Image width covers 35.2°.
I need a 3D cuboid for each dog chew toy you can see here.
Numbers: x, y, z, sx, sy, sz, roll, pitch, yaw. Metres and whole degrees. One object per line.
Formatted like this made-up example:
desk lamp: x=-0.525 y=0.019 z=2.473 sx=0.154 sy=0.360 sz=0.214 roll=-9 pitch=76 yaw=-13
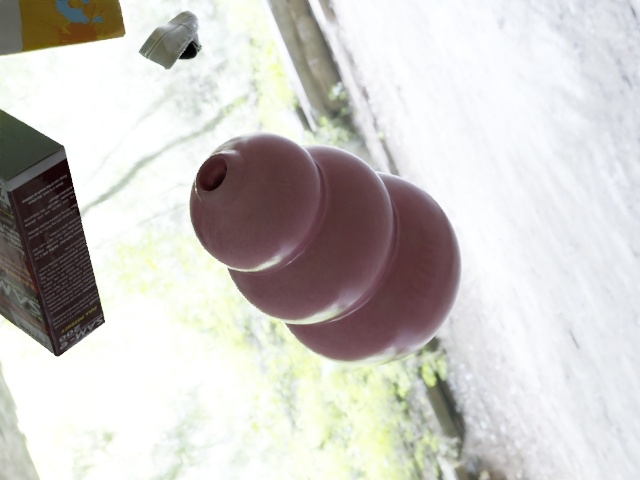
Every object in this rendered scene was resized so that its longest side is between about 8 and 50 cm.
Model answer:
dog chew toy: x=0.000 y=0.000 z=0.995 sx=0.332 sy=0.206 sz=0.207 roll=33 pitch=-156 yaw=-49

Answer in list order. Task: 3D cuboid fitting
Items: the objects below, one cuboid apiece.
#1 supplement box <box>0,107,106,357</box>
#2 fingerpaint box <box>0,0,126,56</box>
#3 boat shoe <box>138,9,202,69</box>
supplement box: x=-0.302 y=-0.008 z=1.021 sx=0.130 sy=0.073 sz=0.239 roll=29 pitch=141 yaw=30
fingerpaint box: x=-0.389 y=-0.358 z=0.829 sx=0.163 sy=0.371 sz=0.445 roll=2 pitch=108 yaw=41
boat shoe: x=-0.208 y=-0.294 z=1.499 sx=0.063 sy=0.066 sz=0.184 roll=40 pitch=-161 yaw=-6
